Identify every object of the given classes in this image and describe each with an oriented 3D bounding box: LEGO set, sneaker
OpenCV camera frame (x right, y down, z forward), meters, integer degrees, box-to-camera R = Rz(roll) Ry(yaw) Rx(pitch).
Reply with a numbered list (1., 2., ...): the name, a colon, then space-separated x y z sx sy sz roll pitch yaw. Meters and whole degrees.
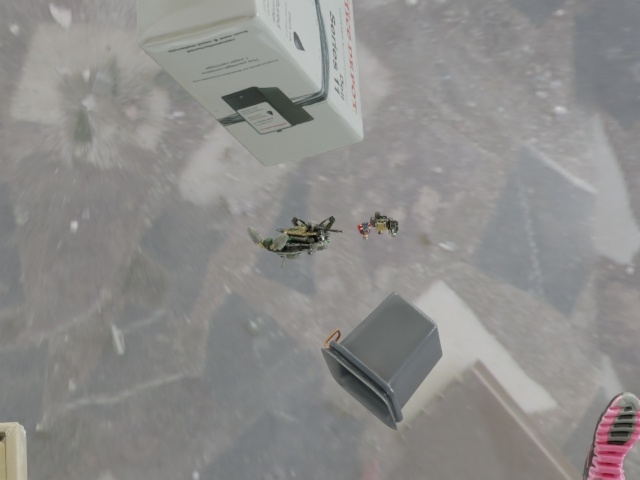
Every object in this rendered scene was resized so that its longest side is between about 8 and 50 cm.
1. LEGO set: 0.002 0.000 0.839 0.083 0.054 0.023 0 102 3
2. sneaker: 0.284 0.200 1.507 0.047 0.057 0.119 13 106 -8

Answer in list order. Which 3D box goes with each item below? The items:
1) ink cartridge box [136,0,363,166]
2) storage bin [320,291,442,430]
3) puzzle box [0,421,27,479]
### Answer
1. ink cartridge box: -0.046 -0.163 1.059 0.086 0.208 0.153 -11 68 17
2. storage bin: 0.062 0.107 1.454 0.098 0.135 0.091 39 78 19
3. puzzle box: -0.416 0.281 1.115 0.408 0.052 0.272 -5 69 -5
